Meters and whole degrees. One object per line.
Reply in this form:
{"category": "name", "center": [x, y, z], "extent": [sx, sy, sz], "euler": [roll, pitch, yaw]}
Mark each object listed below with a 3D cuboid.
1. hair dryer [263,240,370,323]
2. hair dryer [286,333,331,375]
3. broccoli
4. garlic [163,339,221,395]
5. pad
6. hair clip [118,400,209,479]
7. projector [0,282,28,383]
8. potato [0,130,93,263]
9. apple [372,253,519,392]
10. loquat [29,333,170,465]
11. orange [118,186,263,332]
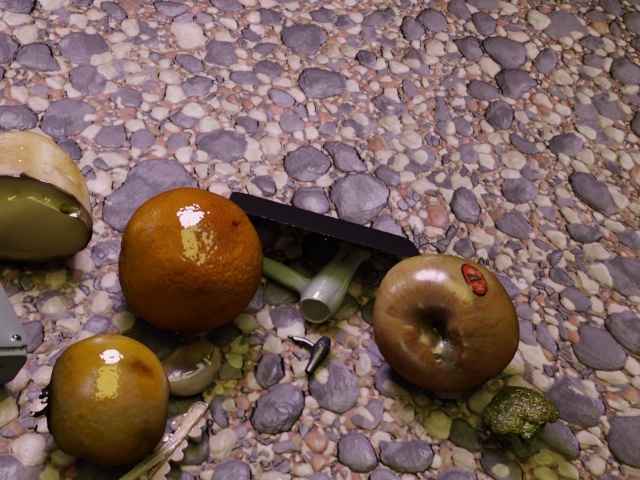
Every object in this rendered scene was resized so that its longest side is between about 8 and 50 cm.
{"category": "hair dryer", "center": [-0.048, 0.045, 1.839], "extent": [0.237, 0.075, 0.206], "euler": [19, 41, 13]}
{"category": "hair dryer", "center": [-0.029, 0.196, 1.732], "extent": [0.083, 0.031, 0.079], "euler": [20, 56, 21]}
{"category": "broccoli", "center": [0.344, 0.311, 1.671], "extent": [0.131, 0.130, 0.120], "euler": [-22, 100, -60]}
{"category": "garlic", "center": [-0.222, 0.226, 1.632], "extent": [0.084, 0.066, 0.152], "euler": [11, 38, 33]}
{"category": "pad", "center": [0.000, 0.000, 1.806], "extent": [0.375, 0.063, 0.315], "euler": [15, 8, -3]}
{"category": "hair clip", "center": [-0.244, 0.339, 1.536], "extent": [0.062, 0.056, 0.214], "euler": [20, 38, 24]}
{"category": "projector", "center": [-0.604, 0.112, 1.540], "extent": [0.198, 0.108, 0.250], "euler": [7, 40, -51]}
{"category": "potato", "center": [-0.541, -0.090, 1.722], "extent": [0.285, 0.242, 0.242], "euler": [-7, 50, 4]}
{"category": "apple", "center": [0.217, 0.143, 1.695], "extent": [0.261, 0.261, 0.194], "euler": [32, 16, 13]}
{"category": "loquat", "center": [-0.332, 0.241, 1.484], "extent": [0.213, 0.213, 0.213], "euler": [7, 49, -8]}
{"category": "orange", "center": [-0.229, 0.036, 1.667], "extent": [0.264, 0.264, 0.264], "euler": [7, 49, -8]}
